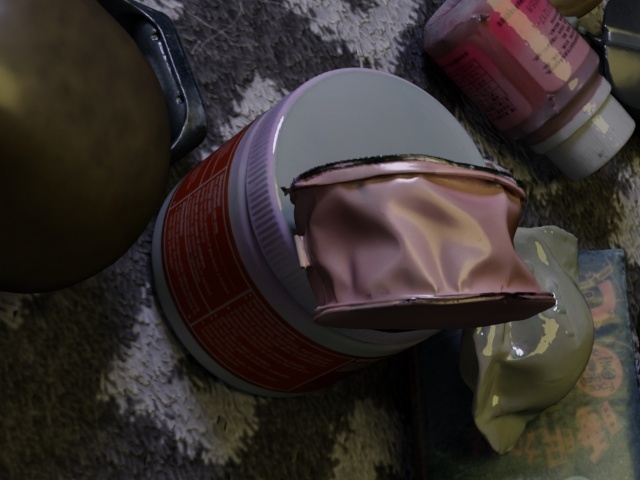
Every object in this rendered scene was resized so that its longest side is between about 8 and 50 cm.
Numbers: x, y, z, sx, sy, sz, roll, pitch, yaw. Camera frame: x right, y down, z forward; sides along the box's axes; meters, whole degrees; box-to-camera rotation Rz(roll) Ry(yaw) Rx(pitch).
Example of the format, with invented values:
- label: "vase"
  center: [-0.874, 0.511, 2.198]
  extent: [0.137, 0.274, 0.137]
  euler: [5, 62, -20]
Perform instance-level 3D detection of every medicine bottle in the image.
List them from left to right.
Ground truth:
- label: "medicine bottle"
  center: [0.000, 0.000, 1.384]
  extent: [0.252, 0.241, 0.252]
  euler: [13, 65, -29]
- label: "medicine bottle"
  center: [0.239, -0.187, 1.688]
  extent: [0.247, 0.147, 0.147]
  euler: [46, 53, -11]

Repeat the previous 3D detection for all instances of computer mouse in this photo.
- label: "computer mouse"
  center: [0.422, -0.208, 1.815]
  extent: [0.379, 0.090, 0.167]
  euler: [19, 60, -41]

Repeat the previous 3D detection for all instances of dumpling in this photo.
- label: "dumpling"
  center: [0.183, 0.082, 1.393]
  extent: [0.151, 0.124, 0.229]
  euler: [39, 61, -46]

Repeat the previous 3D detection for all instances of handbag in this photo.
- label: "handbag"
  center: [0.078, 0.007, 1.172]
  extent: [0.205, 0.179, 0.116]
  euler: [2, 77, -27]

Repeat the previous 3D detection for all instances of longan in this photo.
- label: "longan"
  center: [-0.289, -0.109, 1.217]
  extent: [0.350, 0.288, 0.288]
  euler: [34, 55, -13]

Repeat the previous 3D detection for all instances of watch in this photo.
- label: "watch"
  center: [-0.210, -0.143, 1.415]
  extent: [0.193, 0.068, 0.206]
  euler: [-10, 73, -33]

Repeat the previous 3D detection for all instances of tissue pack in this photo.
- label: "tissue pack"
  center: [0.204, 0.165, 1.492]
  extent: [0.228, 0.103, 0.316]
  euler: [-2, 68, -1]

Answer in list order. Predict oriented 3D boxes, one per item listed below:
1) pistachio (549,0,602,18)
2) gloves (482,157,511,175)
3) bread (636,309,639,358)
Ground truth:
- label: "pistachio"
  center: [0.288, -0.320, 1.803]
  extent: [0.126, 0.108, 0.185]
  euler: [32, 60, 8]
- label: "gloves"
  center: [0.149, -0.035, 1.599]
  extent: [0.110, 0.094, 0.144]
  euler: [16, 70, -15]
- label: "bread"
  center: [0.414, 0.240, 1.559]
  extent: [0.382, 0.129, 0.366]
  euler: [-71, 148, -59]
